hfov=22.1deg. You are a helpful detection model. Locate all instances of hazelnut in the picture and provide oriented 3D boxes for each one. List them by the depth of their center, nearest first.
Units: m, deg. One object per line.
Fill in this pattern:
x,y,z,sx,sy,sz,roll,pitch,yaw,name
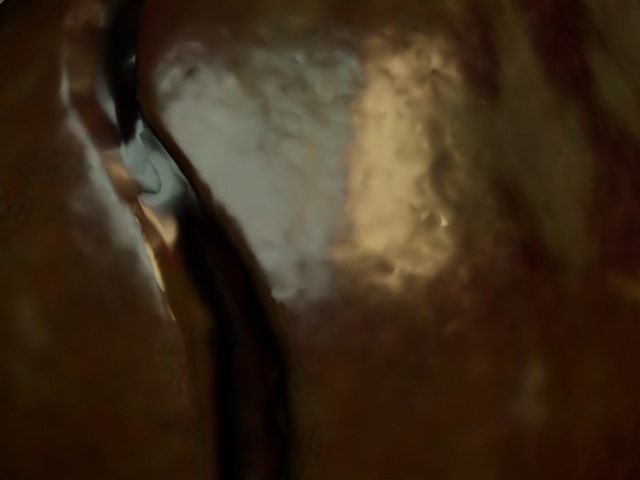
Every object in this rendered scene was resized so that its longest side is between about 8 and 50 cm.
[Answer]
0.000,0.000,0.441,0.234,0.218,0.218,-18,69,-36,hazelnut
